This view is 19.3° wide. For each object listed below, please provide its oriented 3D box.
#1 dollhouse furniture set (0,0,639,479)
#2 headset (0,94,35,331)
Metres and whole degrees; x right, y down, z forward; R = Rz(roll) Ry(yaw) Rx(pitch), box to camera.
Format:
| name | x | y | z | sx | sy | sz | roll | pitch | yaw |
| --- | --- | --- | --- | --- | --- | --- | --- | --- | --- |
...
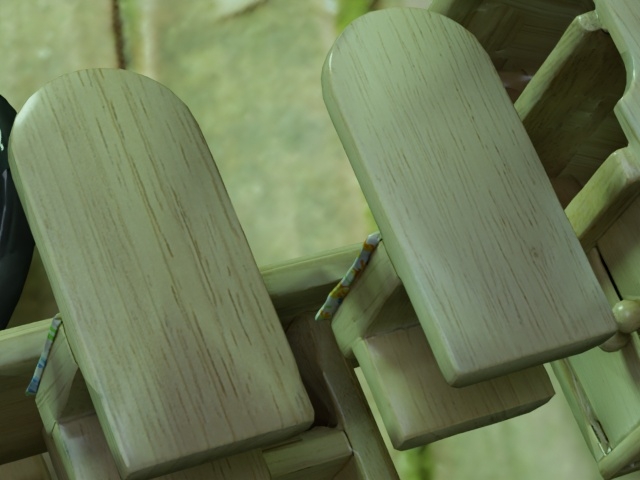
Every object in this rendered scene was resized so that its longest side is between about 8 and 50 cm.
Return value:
| name | x | y | z | sx | sy | sz | roll | pitch | yaw |
| --- | --- | --- | --- | --- | --- | --- | --- | --- | --- |
| dollhouse furniture set | 0.000 | 0.000 | 0.527 | 0.242 | 0.212 | 0.161 | -14 | 68 | -24 |
| headset | -0.162 | -0.056 | 0.554 | 0.185 | 0.243 | 0.394 | -5 | 42 | 34 |
